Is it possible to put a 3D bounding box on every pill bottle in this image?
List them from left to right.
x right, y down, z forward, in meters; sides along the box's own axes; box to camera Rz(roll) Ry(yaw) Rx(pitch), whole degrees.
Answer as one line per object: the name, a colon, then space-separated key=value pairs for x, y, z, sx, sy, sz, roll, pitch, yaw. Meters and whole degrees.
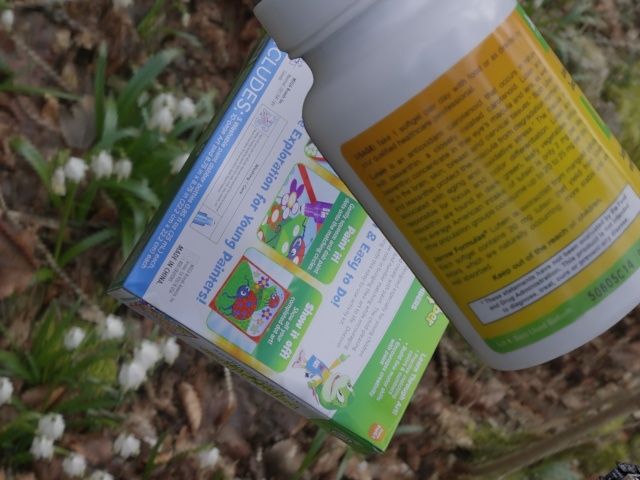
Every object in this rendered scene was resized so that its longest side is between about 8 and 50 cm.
pill bottle: x=0.077 y=-0.061 z=0.674 sx=0.245 sy=0.136 sz=0.136 roll=52 pitch=55 yaw=-10

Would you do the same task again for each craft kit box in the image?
craft kit box: x=0.000 y=0.000 z=0.958 sx=0.247 sy=0.061 sz=0.249 roll=34 pitch=71 yaw=-14

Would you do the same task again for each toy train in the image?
toy train: x=0.267 y=0.204 z=0.995 sx=0.036 sy=0.027 sz=0.158 roll=53 pitch=17 yaw=30
